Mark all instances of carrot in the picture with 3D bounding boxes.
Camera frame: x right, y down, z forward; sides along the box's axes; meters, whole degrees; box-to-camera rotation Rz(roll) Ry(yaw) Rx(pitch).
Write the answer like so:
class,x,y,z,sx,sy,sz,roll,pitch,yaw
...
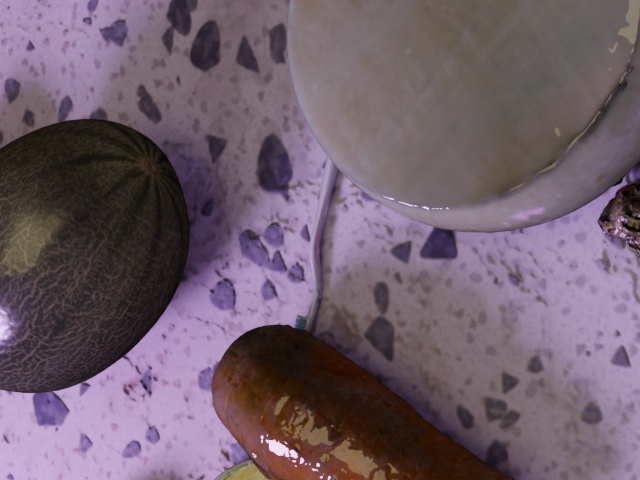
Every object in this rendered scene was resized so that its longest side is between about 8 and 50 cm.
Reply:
class,x,y,z,sx,sy,sz,roll,pitch,yaw
carrot,0.032,0.183,1.205,0.302,0.138,0.139,25,103,27

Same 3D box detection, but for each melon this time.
class,x,y,z,sx,sy,sz,roll,pitch,yaw
melon,-0.262,0.016,1.328,0.301,0.237,0.237,-43,68,25

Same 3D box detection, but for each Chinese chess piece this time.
class,x,y,z,sx,sy,sz,roll,pitch,yaw
Chinese chess piece,0.140,-0.180,1.125,0.349,0.146,0.349,0,89,33

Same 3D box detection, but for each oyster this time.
class,x,y,z,sx,sy,sz,roll,pitch,yaw
oyster,0.272,-0.012,1.113,0.083,0.019,0.054,37,109,27

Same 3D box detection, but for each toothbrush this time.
class,x,y,z,sx,sy,sz,roll,pitch,yaw
toothbrush,0.000,0.000,1.291,0.022,0.017,0.204,12,98,13

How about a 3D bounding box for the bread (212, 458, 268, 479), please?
class,x,y,z,sx,sy,sz,roll,pitch,yaw
bread,-0.031,0.357,1.295,0.301,0.045,0.301,-2,86,32
